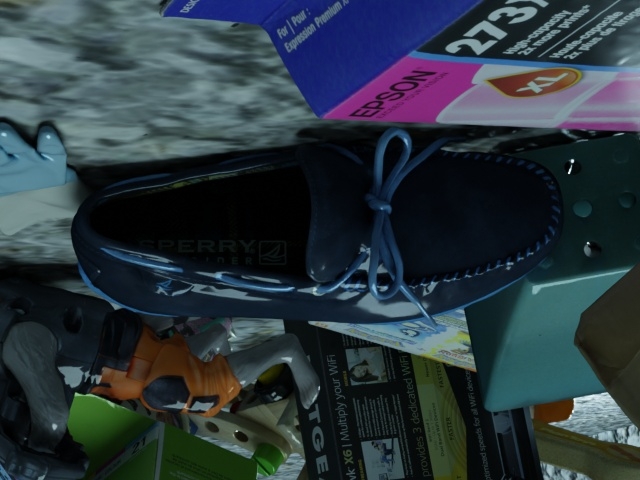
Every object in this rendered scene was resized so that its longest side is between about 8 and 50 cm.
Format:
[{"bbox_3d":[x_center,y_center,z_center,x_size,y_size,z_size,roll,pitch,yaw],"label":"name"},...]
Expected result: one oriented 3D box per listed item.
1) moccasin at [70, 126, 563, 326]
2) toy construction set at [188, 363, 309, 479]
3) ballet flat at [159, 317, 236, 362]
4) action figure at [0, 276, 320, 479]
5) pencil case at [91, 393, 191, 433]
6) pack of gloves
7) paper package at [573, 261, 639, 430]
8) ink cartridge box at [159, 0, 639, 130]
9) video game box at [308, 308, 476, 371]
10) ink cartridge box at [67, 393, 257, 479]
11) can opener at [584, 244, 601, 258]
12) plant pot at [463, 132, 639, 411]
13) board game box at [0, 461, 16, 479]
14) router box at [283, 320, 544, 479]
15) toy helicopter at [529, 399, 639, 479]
[{"bbox_3d":[0.000,0.000,0.960,0.342,0.137,0.117,-10,162,0],"label":"moccasin"},{"bbox_3d":[-0.006,0.233,1.732,0.237,0.257,0.309,-31,175,41],"label":"toy construction set"},{"bbox_3d":[-0.127,0.115,1.480,0.079,0.077,0.221,-26,171,-18],"label":"ballet flat"},{"bbox_3d":[-0.212,0.086,1.242,0.330,0.178,0.341,5,-169,-27],"label":"action figure"},{"bbox_3d":[-0.306,0.259,1.742,0.160,0.183,0.410,-34,-179,-32],"label":"pencil case"},{"bbox_3d":[-0.249,-0.015,0.921,0.195,0.046,0.232,-8,166,-1],"label":"pack of gloves"},{"bbox_3d":[0.379,0.000,0.870,0.309,0.168,0.325,-13,153,-44],"label":"paper package"},{"bbox_3d":[0.121,-0.118,0.729,0.371,0.069,0.176,2,162,-30],"label":"ink cartridge box"},{"bbox_3d":[0.108,0.068,1.339,0.205,0.048,0.187,17,162,-10],"label":"video game box"},{"bbox_3d":[-0.221,0.263,1.454,0.255,0.097,0.189,27,132,-28],"label":"ink cartridge box"},{"bbox_3d":[0.267,0.035,1.442,0.280,0.074,0.093,7,-167,-43],"label":"can opener"},{"bbox_3d":[0.198,0.019,1.119,0.166,0.165,0.234,-10,159,2],"label":"plant pot"},{"bbox_3d":[-0.349,0.234,1.430,0.145,0.281,0.027,-21,-163,40],"label":"board game box"},{"bbox_3d":[0.105,0.208,1.488,0.243,0.308,0.081,-1,163,-27],"label":"router box"},{"bbox_3d":[0.237,0.229,1.671,0.355,0.140,0.235,14,-170,29],"label":"toy helicopter"}]
